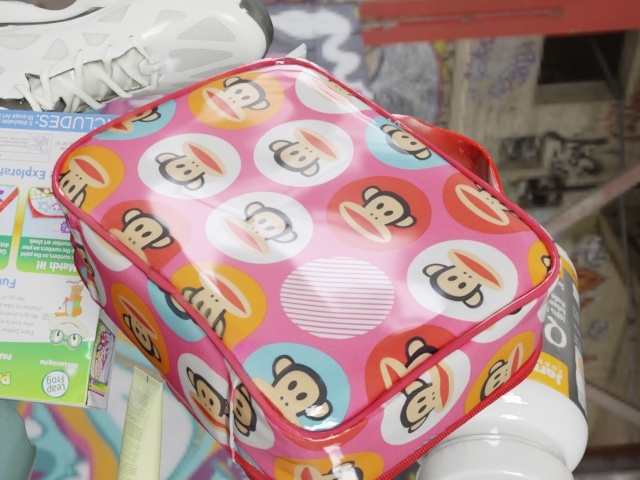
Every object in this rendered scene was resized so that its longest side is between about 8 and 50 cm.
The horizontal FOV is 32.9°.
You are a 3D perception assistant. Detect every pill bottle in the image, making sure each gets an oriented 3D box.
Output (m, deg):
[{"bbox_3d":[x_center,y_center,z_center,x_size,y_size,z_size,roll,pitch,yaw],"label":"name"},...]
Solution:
[{"bbox_3d":[0.159,0.130,0.985,0.278,0.162,0.162,-81,172,-46],"label":"pill bottle"}]

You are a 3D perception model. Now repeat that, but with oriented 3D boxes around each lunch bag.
[{"bbox_3d":[0.000,0.000,0.696,0.293,0.258,0.120,42,-29,32],"label":"lunch bag"}]

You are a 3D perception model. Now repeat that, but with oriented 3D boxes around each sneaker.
[{"bbox_3d":[-0.278,-0.160,1.242,0.169,0.448,0.257,73,17,-49],"label":"sneaker"}]

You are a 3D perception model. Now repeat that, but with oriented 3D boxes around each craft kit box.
[{"bbox_3d":[-0.288,0.011,0.926,0.061,0.250,0.246,59,37,-72],"label":"craft kit box"}]

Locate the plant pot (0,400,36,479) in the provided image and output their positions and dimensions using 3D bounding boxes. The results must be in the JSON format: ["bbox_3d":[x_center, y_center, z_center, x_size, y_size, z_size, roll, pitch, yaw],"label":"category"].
[{"bbox_3d":[-0.453,0.306,1.046,0.341,0.341,0.334,88,13,-46],"label":"plant pot"}]

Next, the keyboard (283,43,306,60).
[{"bbox_3d":[-0.108,-0.138,1.245,0.014,0.256,0.072,43,-26,16],"label":"keyboard"}]

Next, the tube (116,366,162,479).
[{"bbox_3d":[-0.240,0.296,1.449,0.062,0.070,0.240,-14,110,-73],"label":"tube"}]
